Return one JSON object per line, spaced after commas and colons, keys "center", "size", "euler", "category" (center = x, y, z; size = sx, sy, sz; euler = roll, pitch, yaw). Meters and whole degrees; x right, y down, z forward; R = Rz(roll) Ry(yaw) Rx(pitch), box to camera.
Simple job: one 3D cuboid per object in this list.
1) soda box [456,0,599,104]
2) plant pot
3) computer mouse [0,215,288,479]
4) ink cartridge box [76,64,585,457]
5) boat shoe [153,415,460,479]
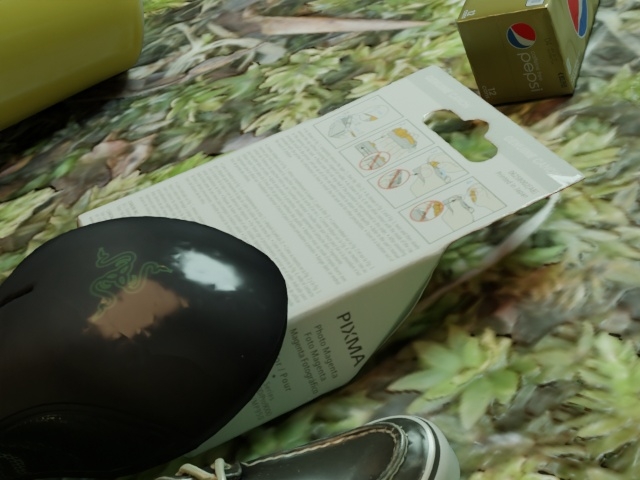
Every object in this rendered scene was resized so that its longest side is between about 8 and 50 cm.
{"center": [0.139, -0.161, 0.878], "size": [0.058, 0.061, 0.181], "euler": [-6, 36, 26], "category": "soda box"}
{"center": [-0.266, -0.175, 1.011], "size": [0.239, 0.254, 0.254], "euler": [-17, 28, -21], "category": "plant pot"}
{"center": [-0.137, 0.058, 0.642], "size": [0.272, 0.072, 0.188], "euler": [-20, 39, 33], "category": "computer mouse"}
{"center": [0.000, 0.000, 0.744], "size": [0.232, 0.066, 0.189], "euler": [-21, 31, -12], "category": "ink cartridge box"}
{"center": [-0.041, 0.128, 0.554], "size": [0.219, 0.070, 0.078], "euler": [-33, 33, -15], "category": "boat shoe"}
